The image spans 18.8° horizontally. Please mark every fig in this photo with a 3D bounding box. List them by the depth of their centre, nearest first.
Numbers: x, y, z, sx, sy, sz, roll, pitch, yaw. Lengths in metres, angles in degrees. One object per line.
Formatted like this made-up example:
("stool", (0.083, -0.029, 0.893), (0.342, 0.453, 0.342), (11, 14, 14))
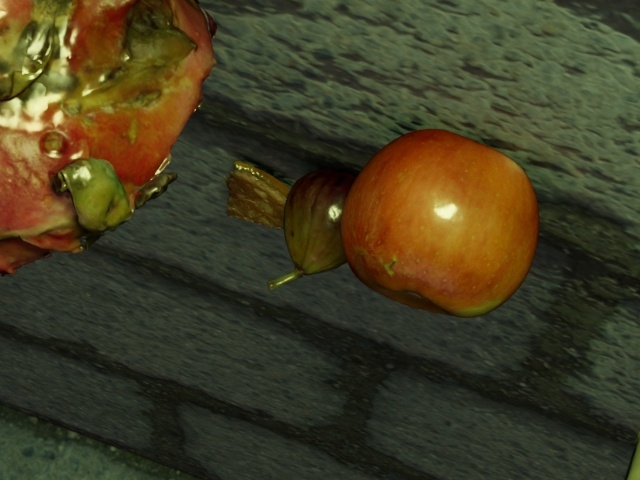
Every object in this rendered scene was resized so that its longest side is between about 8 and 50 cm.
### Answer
("fig", (0.000, 0.000, 1.722), (0.088, 0.125, 0.089), (23, 160, 9))

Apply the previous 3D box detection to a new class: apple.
("apple", (0.099, -0.014, 1.575), (0.163, 0.139, 0.163), (18, 174, 2))

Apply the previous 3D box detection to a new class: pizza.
("pizza", (-0.055, -0.048, 1.808), (0.100, 0.029, 0.099), (8, 149, 27))

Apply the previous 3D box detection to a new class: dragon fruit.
("dragon fruit", (-0.268, -0.146, 1.368), (0.314, 0.296, 0.263), (-9, 142, 42))

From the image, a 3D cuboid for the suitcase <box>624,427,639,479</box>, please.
("suitcase", (0.368, 0.247, 1.679), (0.194, 0.339, 0.351), (14, 159, 20))
